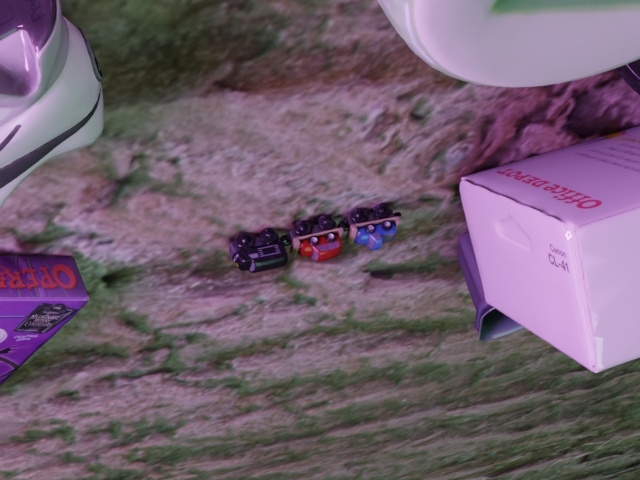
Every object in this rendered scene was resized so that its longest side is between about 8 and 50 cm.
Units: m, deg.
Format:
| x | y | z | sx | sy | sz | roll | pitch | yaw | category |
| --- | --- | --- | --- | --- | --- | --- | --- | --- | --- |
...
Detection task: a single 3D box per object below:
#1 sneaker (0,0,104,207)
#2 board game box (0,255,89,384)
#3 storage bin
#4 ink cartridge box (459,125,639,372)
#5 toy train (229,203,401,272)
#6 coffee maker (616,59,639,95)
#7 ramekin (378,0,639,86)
| x | y | z | sx | sy | sz | roll | pitch | yaw | category |
| --- | --- | --- | --- | --- | --- | --- | --- | --- | --- |
| -0.272 | -0.026 | 0.724 | 0.331 | 0.122 | 0.146 | -23 | 152 | 1 | sneaker |
| -0.362 | 0.079 | 0.912 | 0.347 | 0.056 | 0.208 | 3 | 140 | -49 | board game box |
| 0.199 | 0.028 | 1.237 | 0.135 | 0.091 | 0.098 | -19 | 154 | -5 | storage bin |
| 0.304 | -0.020 | 1.070 | 0.306 | 0.131 | 0.226 | -18 | -164 | -12 | ink cartridge box |
| 0.000 | 0.000 | 1.087 | 0.158 | 0.036 | 0.027 | -13 | 152 | -20 | toy train |
| 0.334 | -0.167 | 0.943 | 0.178 | 0.120 | 0.171 | 0 | 145 | -39 | coffee maker |
| 0.139 | -0.216 | 0.661 | 0.303 | 0.148 | 0.303 | -18 | 154 | -9 | ramekin |
